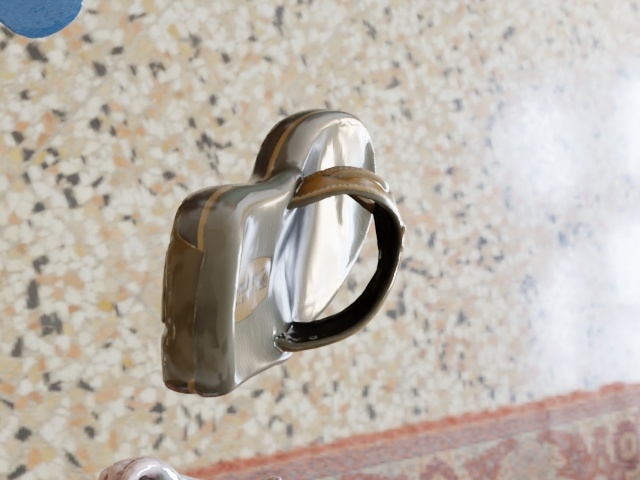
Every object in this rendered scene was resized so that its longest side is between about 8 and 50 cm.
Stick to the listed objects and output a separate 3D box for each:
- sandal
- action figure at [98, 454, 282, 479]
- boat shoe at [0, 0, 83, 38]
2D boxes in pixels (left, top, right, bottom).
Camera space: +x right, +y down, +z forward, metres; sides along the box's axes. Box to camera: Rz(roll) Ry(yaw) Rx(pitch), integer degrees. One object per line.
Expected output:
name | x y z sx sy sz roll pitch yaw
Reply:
sandal | 0.000 0.000 0.428 0.219 0.060 0.090 -38 130 -73
action figure | -0.029 0.261 0.549 0.276 0.370 0.248 64 2 -48
boat shoe | -0.251 -0.262 0.829 0.109 0.089 0.258 -32 146 -10
